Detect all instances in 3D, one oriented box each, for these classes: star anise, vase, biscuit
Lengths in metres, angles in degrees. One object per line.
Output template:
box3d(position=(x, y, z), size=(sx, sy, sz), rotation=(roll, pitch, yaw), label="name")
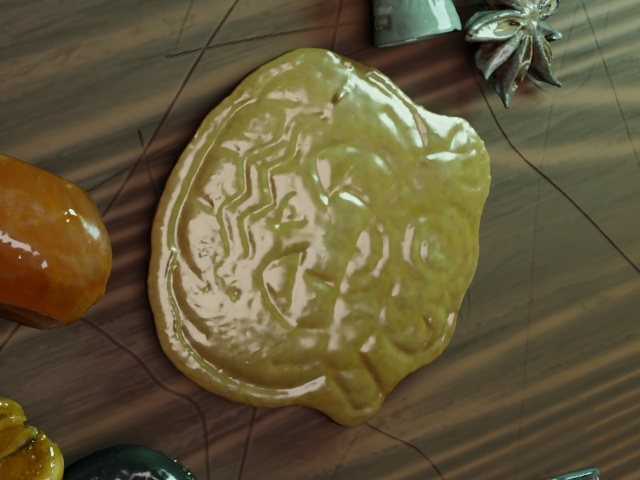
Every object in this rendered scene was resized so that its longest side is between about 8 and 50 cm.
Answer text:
box3d(position=(0.208, -0.238, 1.881), size=(0.195, 0.065, 0.182), rotation=(-19, 108, -51), label="star anise")
box3d(position=(0.083, -0.321, 1.831), size=(0.096, 0.096, 0.219), rotation=(-12, 93, -21), label="vase")
box3d(position=(0.001, 0.000, 1.820), size=(0.365, 0.062, 0.385), rotation=(24, 83, -21), label="biscuit")

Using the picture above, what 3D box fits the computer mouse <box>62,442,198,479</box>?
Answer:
box3d(position=(-0.250, 0.336, 1.691), size=(0.323, 0.116, 0.183), rotation=(-37, 78, -14), label="computer mouse")

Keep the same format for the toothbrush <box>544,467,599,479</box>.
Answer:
box3d(position=(0.174, 0.301, 1.916), size=(0.321, 0.023, 0.031), rotation=(-10, 92, -21), label="toothbrush")

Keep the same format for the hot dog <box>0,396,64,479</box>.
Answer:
box3d(position=(-0.389, 0.286, 1.593), size=(0.337, 0.100, 0.135), rotation=(-45, 106, -16), label="hot dog")

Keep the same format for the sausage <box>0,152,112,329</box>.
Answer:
box3d(position=(-0.326, -0.008, 1.641), size=(0.268, 0.153, 0.141), rotation=(20, 75, -22), label="sausage")
